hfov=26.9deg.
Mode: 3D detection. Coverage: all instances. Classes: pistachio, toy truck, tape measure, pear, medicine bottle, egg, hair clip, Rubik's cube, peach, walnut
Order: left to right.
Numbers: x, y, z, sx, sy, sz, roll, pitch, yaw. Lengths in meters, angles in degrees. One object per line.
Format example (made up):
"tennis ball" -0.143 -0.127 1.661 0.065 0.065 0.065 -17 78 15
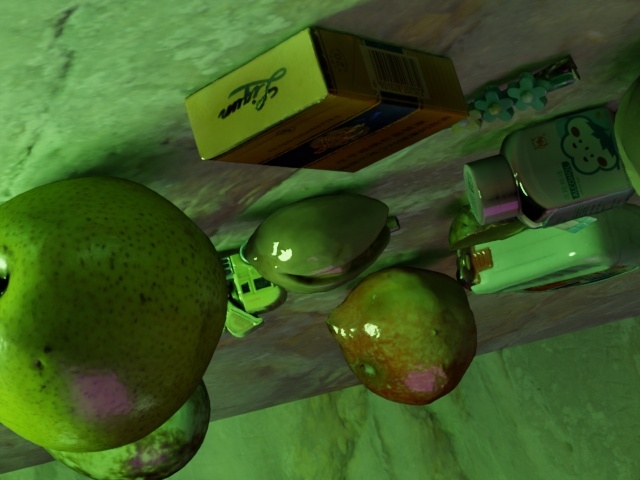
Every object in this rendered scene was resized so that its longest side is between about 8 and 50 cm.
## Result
"pear" -0.236 0.070 1.311 0.294 0.294 0.294 -15 167 -4
"egg" -0.322 0.277 2.153 0.290 0.238 0.238 -3 167 1
"toy truck" -0.136 0.077 1.791 0.191 0.116 0.085 -16 169 1
"pistachio" 0.000 0.000 1.653 0.185 0.124 0.124 -19 168 -16
"peach" 0.127 0.151 2.202 0.257 0.232 0.232 0 163 -19
"walnut" 0.267 0.044 2.236 0.096 0.082 0.079 -18 134 -38
"hair clip" 0.192 -0.150 1.411 0.173 0.049 0.049 -22 166 31
"medicine bottle" 0.275 -0.079 1.620 0.188 0.119 0.094 -15 167 -4
"tape measure" 0.381 0.005 2.107 0.246 0.125 0.243 1 166 -45
"Rubik's cube" 0.355 -0.060 1.926 0.084 0.073 0.075 25 151 -34

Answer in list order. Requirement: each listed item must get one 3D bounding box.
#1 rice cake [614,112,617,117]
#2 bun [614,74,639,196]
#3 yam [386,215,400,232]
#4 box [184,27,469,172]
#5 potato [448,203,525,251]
"rice cake" 0.448 -0.141 1.744 0.127 0.043 0.237 -20 166 23
"bun" 0.441 -0.146 1.458 0.273 0.168 0.273 -28 167 -7
"yam" 0.002 0.010 1.889 0.234 0.029 0.027 -17 140 13
"box" 0.012 -0.122 1.236 0.152 0.070 0.237 -24 163 34
"potato" 0.242 -0.028 1.955 0.119 0.054 0.198 -27 168 27
